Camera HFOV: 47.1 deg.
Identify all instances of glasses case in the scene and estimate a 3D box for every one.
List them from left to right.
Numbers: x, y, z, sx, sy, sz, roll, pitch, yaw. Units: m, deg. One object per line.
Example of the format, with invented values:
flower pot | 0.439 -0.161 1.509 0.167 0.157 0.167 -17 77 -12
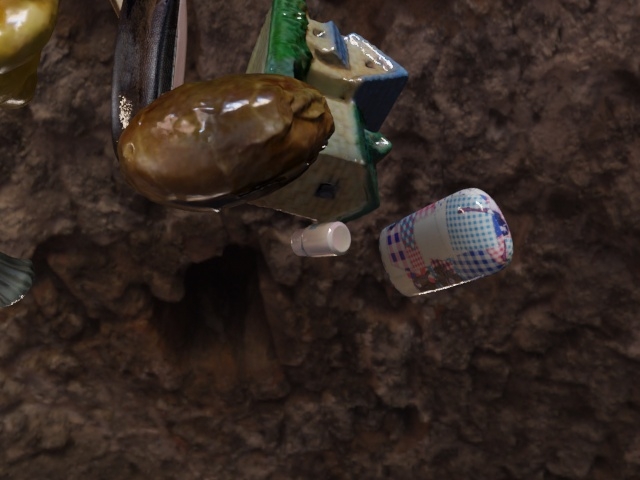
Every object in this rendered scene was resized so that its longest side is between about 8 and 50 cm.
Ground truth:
glasses case | -0.273 -0.261 1.159 0.122 0.314 0.075 13 10 38
glasses case | 0.177 0.010 1.109 0.076 0.125 0.327 -22 -3 -23

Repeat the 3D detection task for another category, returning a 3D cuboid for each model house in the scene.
model house | 0.009 -0.246 1.529 0.343 0.382 0.334 15 -45 -16

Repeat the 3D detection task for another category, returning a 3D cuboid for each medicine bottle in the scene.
medicine bottle | 0.000 0.000 1.122 0.089 0.052 0.052 -6 -36 45

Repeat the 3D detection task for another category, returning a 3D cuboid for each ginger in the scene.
ginger | -0.096 -0.131 0.942 0.321 0.165 0.172 -18 11 -33

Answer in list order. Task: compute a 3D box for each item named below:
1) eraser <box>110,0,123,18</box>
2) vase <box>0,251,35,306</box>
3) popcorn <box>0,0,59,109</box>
eraser | -0.382 -0.594 1.384 0.144 0.078 0.343 -27 -80 -13
vase | -0.397 0.017 0.823 0.081 0.081 0.149 -24 -46 31
popcorn | -0.384 -0.237 0.655 0.297 0.281 0.316 1 -37 1
